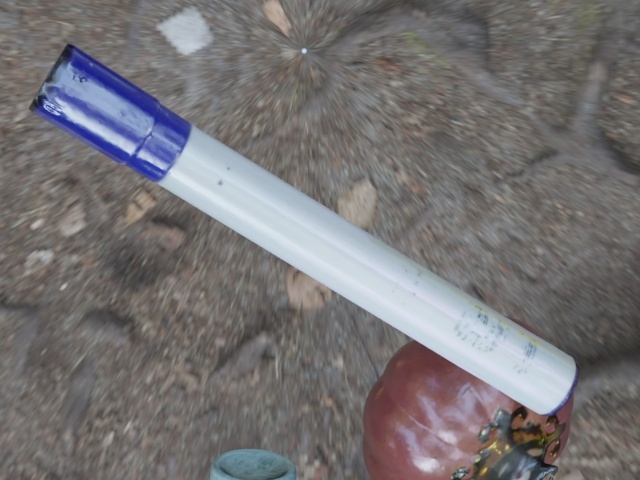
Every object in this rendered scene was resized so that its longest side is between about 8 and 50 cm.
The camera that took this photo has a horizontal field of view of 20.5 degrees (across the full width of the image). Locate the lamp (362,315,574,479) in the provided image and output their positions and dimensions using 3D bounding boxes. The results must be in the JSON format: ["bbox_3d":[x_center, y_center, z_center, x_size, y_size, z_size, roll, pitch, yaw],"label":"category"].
[{"bbox_3d":[0.121,0.147,1.399,0.182,0.140,0.182,-18,129,-23],"label":"lamp"}]

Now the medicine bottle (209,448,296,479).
[{"bbox_3d":[-0.041,0.282,1.290,0.124,0.079,0.258,4,106,8],"label":"medicine bottle"}]

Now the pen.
[{"bbox_3d":[0.000,0.000,0.744,0.269,0.033,0.033,31,95,-18],"label":"pen"}]
